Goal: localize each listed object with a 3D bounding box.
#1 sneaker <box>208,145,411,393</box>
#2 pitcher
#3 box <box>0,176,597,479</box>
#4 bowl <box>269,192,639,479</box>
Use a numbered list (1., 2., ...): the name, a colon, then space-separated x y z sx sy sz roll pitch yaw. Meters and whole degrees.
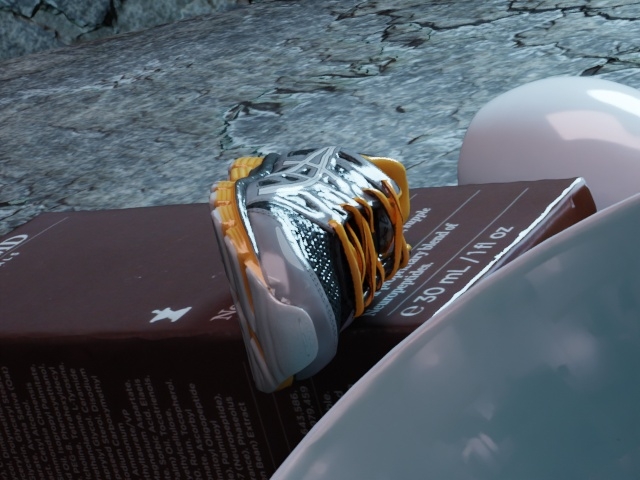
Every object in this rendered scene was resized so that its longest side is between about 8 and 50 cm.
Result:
1. sneaker: 0.000 0.000 0.795 0.083 0.084 0.215 -10 19 4
2. pitcher: 0.209 -0.035 1.147 0.207 0.126 0.177 13 10 36
3. box: -0.046 0.068 0.974 0.381 0.143 0.191 -5 21 33
4. bowl: 0.122 0.124 0.540 0.311 0.163 0.311 -31 22 14
